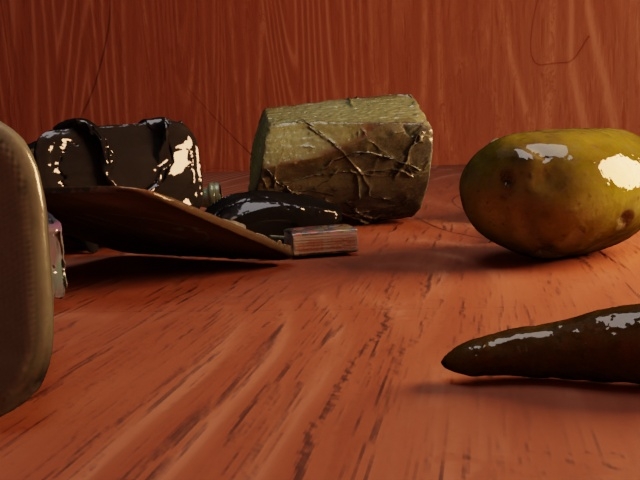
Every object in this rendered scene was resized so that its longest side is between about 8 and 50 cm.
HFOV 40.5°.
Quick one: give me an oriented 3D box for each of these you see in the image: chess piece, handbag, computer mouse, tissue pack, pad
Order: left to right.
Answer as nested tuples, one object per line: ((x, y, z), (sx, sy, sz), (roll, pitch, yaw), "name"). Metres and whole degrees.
((-0.300, -0.077, 1.218), (0.254, 0.181, 0.181), (-8, 3, -34), "handbag")
((-0.209, -0.017, 0.953), (0.284, 0.018, 0.286), (2, -11, 31), "pad")
((-0.262, -0.073, 1.664), (0.149, 0.059, 0.059), (-9, 8, -1), "chess piece")
((-0.076, -0.034, 1.207), (0.217, 0.073, 0.122), (-3, 7, -15), "computer mouse")
((0.000, 0.000, 1.071), (0.083, 0.035, 0.063), (-5, 8, -11), "tissue pack")

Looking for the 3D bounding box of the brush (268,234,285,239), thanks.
((-0.036, -0.001, 1.121), (0.016, 0.013, 0.084), (10, 3, 35), "brush")

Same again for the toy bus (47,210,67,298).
((-0.371, 0.025, 0.734), (0.317, 0.112, 0.138), (-11, 15, -43), "toy bus")

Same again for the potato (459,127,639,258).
((0.271, -0.055, 0.971), (0.197, 0.148, 0.228), (17, 18, 29), "potato")

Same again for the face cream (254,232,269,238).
((-0.071, 0.007, 1.093), (0.038, 0.020, 0.115), (0, 10, -16), "face cream")

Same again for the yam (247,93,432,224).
((0.023, -0.119, 1.365), (0.271, 0.201, 0.202), (1, 28, -2), "yam")

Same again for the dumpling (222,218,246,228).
((-0.134, -0.001, 1.106), (0.077, 0.043, 0.059), (1, 30, 4), "dumpling")

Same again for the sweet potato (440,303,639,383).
((0.198, 0.057, 0.509), (0.250, 0.059, 0.069), (-6, -12, 0), "sweet potato")

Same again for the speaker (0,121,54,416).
((-0.364, 0.021, 0.507), (0.406, 0.183, 0.184), (-4, 2, -13), "speaker")

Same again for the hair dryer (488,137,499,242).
((0.283, -0.081, 1.241), (0.267, 0.092, 0.229), (-8, 33, -29), "hair dryer")
